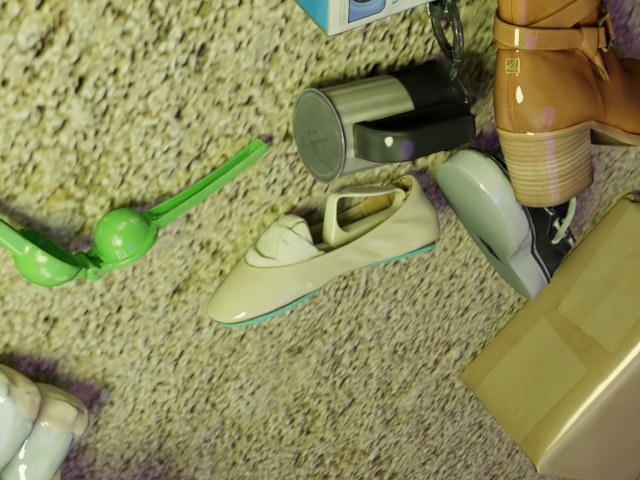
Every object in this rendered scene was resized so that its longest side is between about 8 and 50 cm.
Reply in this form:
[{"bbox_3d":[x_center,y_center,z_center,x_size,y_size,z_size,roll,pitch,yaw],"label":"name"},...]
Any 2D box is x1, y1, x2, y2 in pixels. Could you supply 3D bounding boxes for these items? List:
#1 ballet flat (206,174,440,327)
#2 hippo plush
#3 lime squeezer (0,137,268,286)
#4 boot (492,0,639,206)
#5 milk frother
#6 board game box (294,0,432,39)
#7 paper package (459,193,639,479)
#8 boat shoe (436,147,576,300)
[{"bbox_3d":[0.000,0.000,1.160,0.248,0.086,0.086,-22,142,-24],"label":"ballet flat"},{"bbox_3d":[-0.296,0.258,1.030,0.294,0.236,0.234,-20,141,-24],"label":"hippo plush"},{"bbox_3d":[-0.184,-0.021,0.997,0.310,0.059,0.110,-8,104,-34],"label":"lime squeezer"},{"bbox_3d":[0.238,-0.183,1.151,0.283,0.109,0.220,-33,122,-41],"label":"boot"},{"bbox_3d":[0.057,-0.133,1.051,0.135,0.129,0.143,-17,96,-29],"label":"milk frother"},{"bbox_3d":[0.117,-0.330,0.878,0.302,0.086,0.308,-23,142,-22],"label":"board game box"},{"bbox_3d":[0.390,0.139,1.570,0.325,0.168,0.309,-50,143,14],"label":"paper package"},{"bbox_3d":[0.208,-0.033,1.267,0.105,0.113,0.306,-45,147,-2],"label":"boat shoe"}]
